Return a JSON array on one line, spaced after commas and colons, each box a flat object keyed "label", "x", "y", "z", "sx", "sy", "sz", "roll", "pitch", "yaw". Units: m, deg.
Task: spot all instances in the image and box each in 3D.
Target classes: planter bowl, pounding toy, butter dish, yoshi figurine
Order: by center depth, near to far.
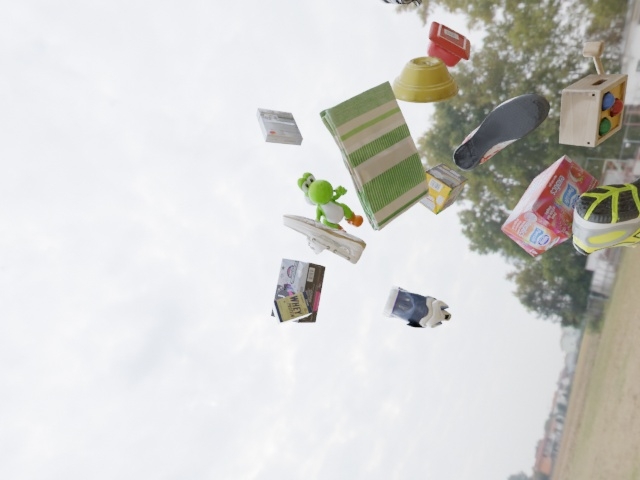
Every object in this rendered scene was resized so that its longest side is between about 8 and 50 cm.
[{"label": "pounding toy", "x": 0.645, "y": -0.346, "z": 0.965, "sx": 0.181, "sy": 0.094, "sz": 0.206, "roll": -30, "pitch": -57, "yaw": -25}, {"label": "planter bowl", "x": 0.319, "y": -0.508, "z": 1.303, "sx": 0.217, "sy": 0.217, "sz": 0.090, "roll": -46, "pitch": -37, "yaw": -37}, {"label": "butter dish", "x": 0.427, "y": -0.657, "z": 1.469, "sx": 0.118, "sy": 0.160, "sz": 0.160, "roll": 122, "pitch": 171, "yaw": -51}, {"label": "yoshi figurine", "x": 0.041, "y": -0.151, "z": 1.877, "sx": 0.362, "sy": 0.202, "sz": 0.204, "roll": 45, "pitch": -136, "yaw": -31}]

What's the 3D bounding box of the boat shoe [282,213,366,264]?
[{"label": "boat shoe", "x": 0.000, "y": 0.000, "z": 1.314, "sx": 0.098, "sy": 0.276, "sz": 0.096, "roll": -53, "pitch": -15, "yaw": -75}]

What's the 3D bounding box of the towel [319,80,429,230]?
[{"label": "towel", "x": 0.154, "y": -0.218, "z": 1.088, "sx": 0.247, "sy": 0.038, "sz": 0.325, "roll": -33, "pitch": -77, "yaw": -29}]

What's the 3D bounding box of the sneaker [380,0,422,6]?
[{"label": "sneaker", "x": 0.157, "y": -0.664, "z": 0.997, "sx": 0.101, "sy": 0.153, "sz": 0.268, "roll": -50, "pitch": -39, "yaw": 9}]

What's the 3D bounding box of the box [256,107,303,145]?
[{"label": "box", "x": -0.159, "y": -0.438, "z": 1.627, "sx": 0.145, "sy": 0.186, "sz": 0.038, "roll": 0, "pitch": -45, "yaw": -25}]

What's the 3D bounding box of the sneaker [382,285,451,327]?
[{"label": "sneaker", "x": 0.361, "y": 0.260, "z": 1.576, "sx": 0.323, "sy": 0.236, "sz": 0.130, "roll": 42, "pitch": -113, "yaw": -77}]

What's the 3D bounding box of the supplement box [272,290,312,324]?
[{"label": "supplement box", "x": -0.072, "y": 0.168, "z": 1.043, "sx": 0.083, "sy": 0.083, "sz": 0.056, "roll": -16, "pitch": -102, "yaw": -14}]

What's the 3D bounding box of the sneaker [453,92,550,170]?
[{"label": "sneaker", "x": 0.444, "y": -0.277, "z": 1.008, "sx": 0.145, "sy": 0.270, "sz": 0.090, "roll": -38, "pitch": -93, "yaw": -30}]

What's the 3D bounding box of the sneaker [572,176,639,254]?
[{"label": "sneaker", "x": 0.781, "y": -0.070, "z": 1.018, "sx": 0.145, "sy": 0.384, "sz": 0.147, "roll": -102, "pitch": 3, "yaw": -45}]

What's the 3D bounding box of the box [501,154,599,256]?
[{"label": "box", "x": 0.626, "y": -0.096, "z": 1.152, "sx": 0.257, "sy": 0.122, "sz": 0.128, "roll": -46, "pitch": -5, "yaw": -29}]

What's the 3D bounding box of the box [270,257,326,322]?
[{"label": "box", "x": -0.093, "y": 0.210, "z": 1.770, "sx": 0.163, "sy": 0.142, "sz": 0.248, "roll": 20, "pitch": -102, "yaw": -61}]

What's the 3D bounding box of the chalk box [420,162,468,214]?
[{"label": "chalk box", "x": 0.490, "y": -0.216, "z": 1.703, "sx": 0.213, "sy": 0.132, "sz": 0.132, "roll": -26, "pitch": -32, "yaw": -46}]
